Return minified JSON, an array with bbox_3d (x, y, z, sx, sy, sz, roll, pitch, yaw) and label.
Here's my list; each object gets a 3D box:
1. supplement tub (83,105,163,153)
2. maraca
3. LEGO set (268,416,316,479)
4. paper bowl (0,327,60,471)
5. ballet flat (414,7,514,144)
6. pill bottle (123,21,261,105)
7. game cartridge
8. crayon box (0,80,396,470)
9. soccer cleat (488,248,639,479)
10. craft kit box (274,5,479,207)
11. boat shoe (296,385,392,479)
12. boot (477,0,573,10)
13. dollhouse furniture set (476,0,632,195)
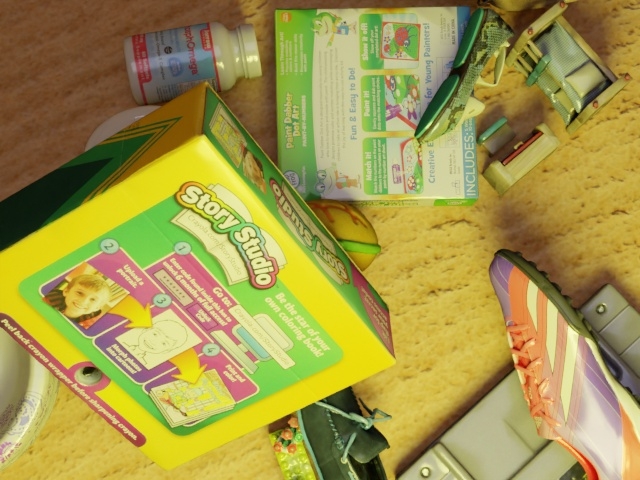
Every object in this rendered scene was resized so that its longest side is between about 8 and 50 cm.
[{"bbox_3d":[-0.188,-0.040,1.375,0.144,0.199,0.144,0,52,0],"label":"supplement tub"},{"bbox_3d":[0.000,0.000,1.400,0.127,0.186,0.099,7,91,22],"label":"maraca"},{"bbox_3d":[-0.050,0.302,1.391,0.132,0.107,0.287,15,82,1],"label":"LEGO set"},{"bbox_3d":[-0.442,0.148,1.384,0.284,0.148,0.284,0,81,-2],"label":"paper bowl"},{"bbox_3d":[0.180,-0.189,1.443,0.070,0.070,0.188,27,85,3],"label":"ballet flat"},{"bbox_3d":[-0.157,-0.221,1.476,0.160,0.087,0.087,-11,82,-3],"label":"pill bottle"},{"bbox_3d":[0.294,0.250,1.434,0.355,0.068,0.230,-42,80,-7],"label":"game cartridge"},{"bbox_3d":[-0.145,0.056,1.276,0.313,0.106,0.363,-28,126,16],"label":"crayon box"},{"bbox_3d":[0.272,0.157,1.370,0.116,0.108,0.318,-34,86,-2],"label":"soccer cleat"},{"bbox_3d":[0.067,-0.164,1.492,0.247,0.061,0.250,0,81,-4],"label":"craft kit box"},{"bbox_3d":[0.048,0.244,1.404,0.089,0.109,0.258,-17,95,34],"label":"boat shoe"},{"bbox_3d":[0.191,-0.330,1.475,0.305,0.112,0.115,-4,110,20],"label":"boot"},{"bbox_3d":[0.256,-0.171,1.458,0.184,0.129,0.129,-40,84,-7],"label":"dollhouse furniture set"}]
